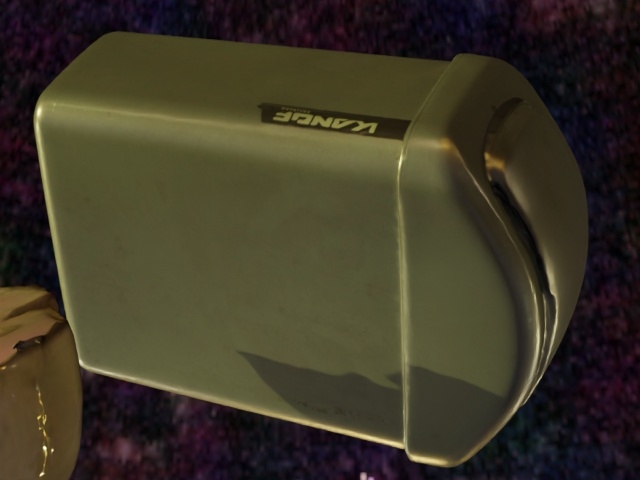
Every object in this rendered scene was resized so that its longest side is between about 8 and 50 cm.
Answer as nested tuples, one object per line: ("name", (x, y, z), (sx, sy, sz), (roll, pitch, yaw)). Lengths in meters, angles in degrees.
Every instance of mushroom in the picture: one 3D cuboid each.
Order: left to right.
("mushroom", (-0.179, 0.082, 0.620), (0.188, 0.141, 0.117), (4, 99, 32))

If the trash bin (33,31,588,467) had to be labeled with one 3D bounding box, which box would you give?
("trash bin", (0.000, 0.000, 0.710), (0.236, 0.101, 0.176), (10, 128, 19))
